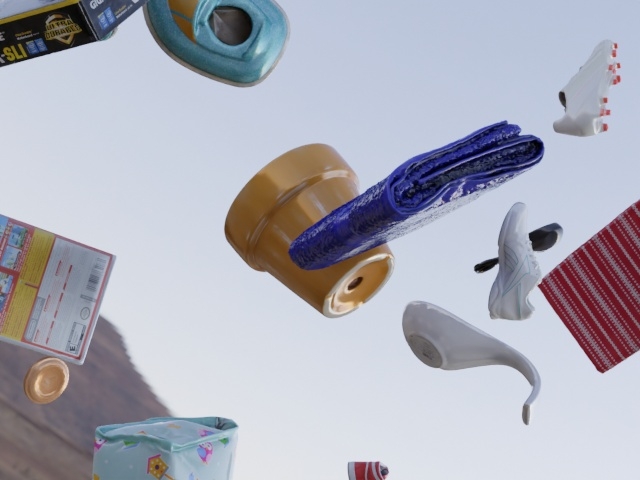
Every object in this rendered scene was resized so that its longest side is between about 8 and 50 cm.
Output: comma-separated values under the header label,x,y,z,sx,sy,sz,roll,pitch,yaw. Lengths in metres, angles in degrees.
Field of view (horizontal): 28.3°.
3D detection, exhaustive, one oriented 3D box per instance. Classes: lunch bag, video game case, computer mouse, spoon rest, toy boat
label,x,y,z,sx,sy,sz,roll,pitch,yaw
lunch bag,-0.204,0.361,1.771,0.160,0.224,0.262,3,0,22
video game case,-0.509,0.075,2.170,0.285,0.204,0.025,22,-13,-24
computer mouse,0.383,0.025,2.459,0.242,0.071,0.041,-35,-107,53
spoon rest,0.240,0.183,2.012,0.276,0.084,0.137,33,-32,29
toy boat,-0.155,-0.436,2.170,0.267,0.318,0.148,25,-5,-5

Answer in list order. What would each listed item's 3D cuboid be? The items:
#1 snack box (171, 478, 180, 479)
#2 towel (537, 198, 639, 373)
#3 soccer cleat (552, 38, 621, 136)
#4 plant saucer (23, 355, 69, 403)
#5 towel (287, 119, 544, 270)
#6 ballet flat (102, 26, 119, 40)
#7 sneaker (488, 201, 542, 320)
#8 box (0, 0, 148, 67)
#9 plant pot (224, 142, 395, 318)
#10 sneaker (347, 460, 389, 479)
label,x,y,z,sx,sy,sz,roll,pitch,yaw
snack box,-0.103,0.305,1.291,0.141,0.037,0.100,48,-17,-9
towel,0.508,0.074,2.107,0.275,0.031,0.199,-44,-107,37
soccer cleat,0.376,-0.219,1.790,0.076,0.196,0.068,0,-46,24
plant saucer,-0.455,0.234,2.118,0.013,0.083,0.083,24,-20,42
towel,0.103,-0.055,1.550,0.308,0.227,0.076,-32,-100,63
ballet flat,-0.493,-0.566,2.431,0.139,0.139,0.400,18,-30,44
sneaker,0.253,0.028,1.603,0.061,0.152,0.053,7,1,23
box,-0.370,-0.376,1.944,0.257,0.322,0.079,-6,-61,30
plant pot,0.000,0.000,1.788,0.188,0.205,0.205,49,-10,26
sneaker,0.088,0.416,2.128,0.067,0.042,0.118,-8,-58,12
